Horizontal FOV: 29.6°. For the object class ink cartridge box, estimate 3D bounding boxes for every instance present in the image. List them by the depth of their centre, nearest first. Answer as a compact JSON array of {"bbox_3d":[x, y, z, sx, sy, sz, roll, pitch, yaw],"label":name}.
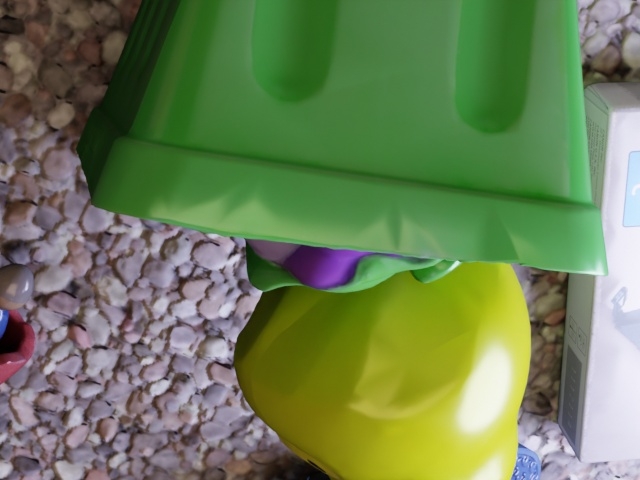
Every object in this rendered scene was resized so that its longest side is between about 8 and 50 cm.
[{"bbox_3d":[0.325,0.022,0.939,0.261,0.066,0.296,-4,114,-7],"label":"ink cartridge box"}]

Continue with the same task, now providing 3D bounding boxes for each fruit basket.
[{"bbox_3d":[0.000,0.000,0.705,0.283,0.392,0.392,8,111,-13],"label":"fruit basket"}]

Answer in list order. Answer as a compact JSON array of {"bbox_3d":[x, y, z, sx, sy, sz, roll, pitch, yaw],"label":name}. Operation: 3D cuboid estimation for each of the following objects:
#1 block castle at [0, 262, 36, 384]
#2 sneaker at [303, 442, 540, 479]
[{"bbox_3d":[-0.391,0.033,0.687,0.453,0.303,0.213,37,108,-21],"label":"block castle"},{"bbox_3d":[0.064,0.197,0.964,0.232,0.090,0.081,-11,115,-29],"label":"sneaker"}]
